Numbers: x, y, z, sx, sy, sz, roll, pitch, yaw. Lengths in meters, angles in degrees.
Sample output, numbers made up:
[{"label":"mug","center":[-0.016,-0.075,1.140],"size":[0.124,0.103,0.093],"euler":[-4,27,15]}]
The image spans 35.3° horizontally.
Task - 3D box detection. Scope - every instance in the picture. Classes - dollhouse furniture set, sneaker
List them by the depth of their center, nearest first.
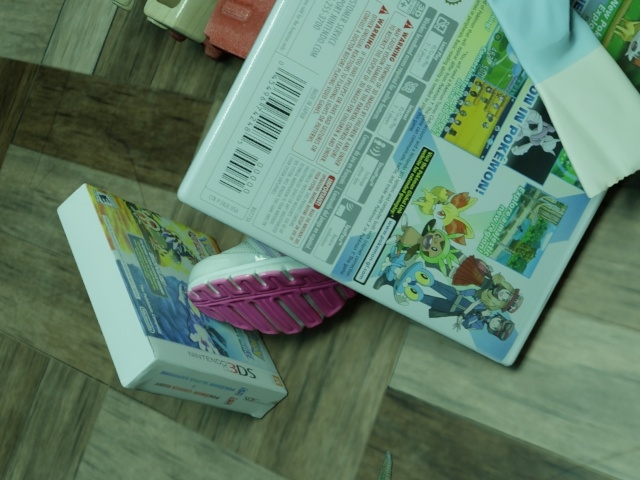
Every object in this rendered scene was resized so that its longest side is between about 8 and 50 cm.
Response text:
[{"label":"sneaker","center":[0.000,0.000,0.896],"size":[0.252,0.103,0.111],"euler":[-18,52,6]},{"label":"dollhouse furniture set","center":[-0.050,-0.237,0.967],"size":[0.374,0.201,0.152],"euler":[32,95,45]}]

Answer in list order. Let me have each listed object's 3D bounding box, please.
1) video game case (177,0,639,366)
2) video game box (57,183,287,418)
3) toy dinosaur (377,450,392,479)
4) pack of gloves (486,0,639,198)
[{"label":"video game case","center":[0.096,-0.110,0.780],"size":[0.329,0.300,0.036],"euler":[-62,10,3]},{"label":"video game box","center":[-0.135,0.058,0.931],"size":[0.048,0.187,0.205],"euler":[-39,56,16]},{"label":"toy dinosaur","center":[0.120,0.305,0.730],"size":[0.160,0.121,0.313],"euler":[-21,58,16]},{"label":"pack of gloves","center":[0.216,-0.178,0.750],"size":[0.195,0.232,0.046],"euler":[-31,8,-13]}]
